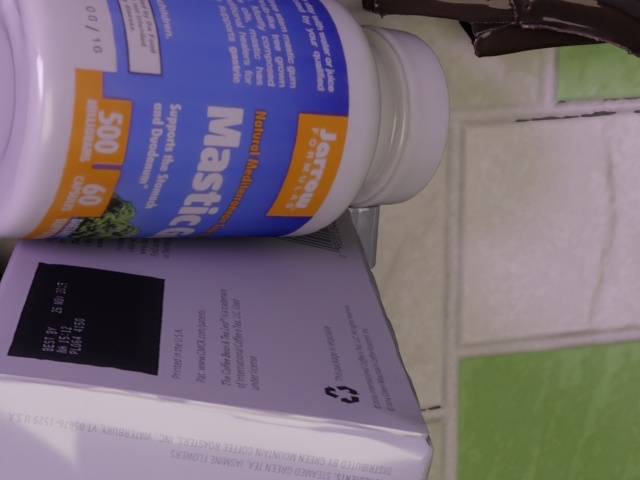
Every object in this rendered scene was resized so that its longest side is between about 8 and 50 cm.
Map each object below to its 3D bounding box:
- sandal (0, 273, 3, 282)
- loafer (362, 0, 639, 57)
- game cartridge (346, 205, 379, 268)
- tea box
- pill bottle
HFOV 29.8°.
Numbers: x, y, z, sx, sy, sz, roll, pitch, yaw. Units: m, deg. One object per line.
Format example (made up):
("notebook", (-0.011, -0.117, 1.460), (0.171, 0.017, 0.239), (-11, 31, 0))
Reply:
("sandal", (-0.286, 0.102, 0.791), (0.219, 0.060, 0.090), (-37, 146, -2))
("loafer", (0.123, -0.158, 0.791), (0.220, 0.080, 0.078), (15, 117, -11))
("game cartridge", (0.000, 0.000, 0.854), (0.083, 0.017, 0.056), (-1, 115, -10))
("tea box", (-0.096, 0.162, 0.719), (0.220, 0.329, 0.323), (10, 110, -9))
("pill bottle", (-0.062, -0.076, 0.690), (0.272, 0.152, 0.152), (0, 113, -34))
